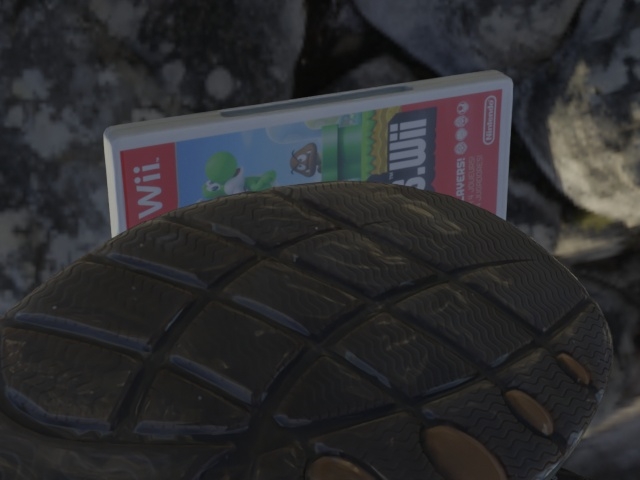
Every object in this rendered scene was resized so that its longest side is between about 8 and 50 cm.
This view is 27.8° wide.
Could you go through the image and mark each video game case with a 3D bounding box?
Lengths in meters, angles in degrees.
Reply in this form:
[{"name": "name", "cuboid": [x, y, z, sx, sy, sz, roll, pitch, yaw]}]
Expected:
[{"name": "video game case", "cuboid": [0.000, 0.000, 0.889, 0.285, 0.025, 0.204, -11, 117, -20]}]

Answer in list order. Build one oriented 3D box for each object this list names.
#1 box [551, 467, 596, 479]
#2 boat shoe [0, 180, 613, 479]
[{"name": "box", "cuboid": [0.089, 0.224, 0.410, 0.184, 0.103, 0.261, 23, 105, -10]}, {"name": "boat shoe", "cuboid": [-0.057, 0.083, 0.341, 0.324, 0.123, 0.116, -24, 155, -30]}]
